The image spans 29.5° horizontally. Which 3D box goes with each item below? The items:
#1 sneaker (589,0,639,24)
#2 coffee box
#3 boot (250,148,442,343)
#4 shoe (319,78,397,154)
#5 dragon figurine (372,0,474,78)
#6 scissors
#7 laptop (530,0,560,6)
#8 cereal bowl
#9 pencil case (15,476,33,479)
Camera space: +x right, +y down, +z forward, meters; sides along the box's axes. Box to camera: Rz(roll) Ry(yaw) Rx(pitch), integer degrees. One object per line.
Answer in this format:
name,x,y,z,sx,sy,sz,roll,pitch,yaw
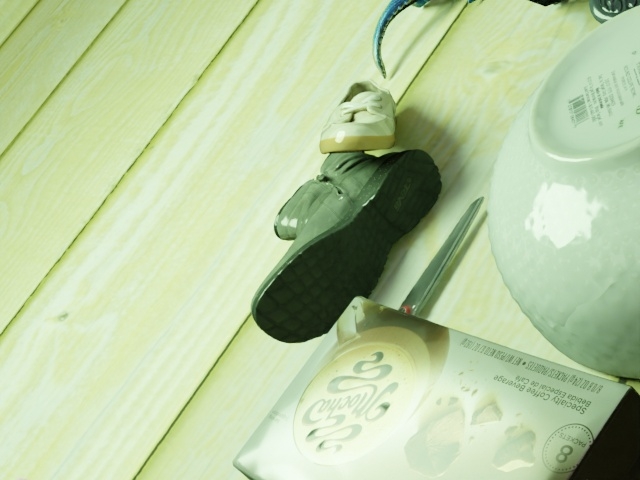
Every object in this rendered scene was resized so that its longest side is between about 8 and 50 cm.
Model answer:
sneaker,0.338,-0.223,1.040,0.209,0.082,0.069,-19,64,26
coffee box,0.092,0.161,0.837,0.168,0.119,0.297,-52,31,-13
boot,0.000,0.000,1.198,0.246,0.083,0.161,-46,25,-20
shoe,0.038,-0.125,1.220,0.076,0.058,0.219,-7,11,8
dragon figurine,0.151,-0.322,1.384,0.144,0.085,0.289,2,52,52
scissors,0.070,0.085,1.061,0.297,0.021,0.109,-47,28,-5
laptop,0.292,-0.334,1.175,0.234,0.136,0.264,-16,41,39
cereal bowl,0.260,-0.074,0.899,0.339,0.141,0.339,-30,34,23
pencil case,-0.308,0.356,1.090,0.124,0.124,0.284,-27,34,28
